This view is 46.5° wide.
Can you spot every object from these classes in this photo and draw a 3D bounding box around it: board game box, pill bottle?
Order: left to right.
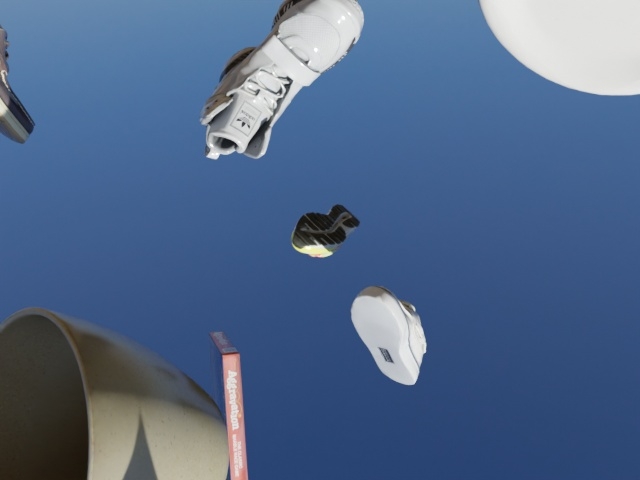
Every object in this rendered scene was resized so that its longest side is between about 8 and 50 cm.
[{"bbox_3d":[-0.130,0.283,1.069,0.027,0.281,0.145,-4,-173,-14],"label":"board game box"},{"bbox_3d":[0.178,-0.200,0.398,0.131,0.131,0.229,14,-121,25],"label":"pill bottle"}]

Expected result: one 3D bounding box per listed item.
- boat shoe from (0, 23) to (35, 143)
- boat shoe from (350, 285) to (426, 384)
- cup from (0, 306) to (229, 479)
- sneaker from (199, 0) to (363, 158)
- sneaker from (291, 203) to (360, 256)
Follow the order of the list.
[{"bbox_3d":[-0.443,-0.250,0.947,0.103,0.285,0.092,18,-123,40],"label":"boat shoe"},{"bbox_3d":[0.117,0.137,1.208,0.095,0.258,0.084,17,-121,25],"label":"boat shoe"},{"bbox_3d":[-0.251,0.254,0.878,0.237,0.331,0.331,13,-168,-45],"label":"cup"},{"bbox_3d":[-0.076,-0.263,1.249,0.366,0.137,0.210,-23,-141,49],"label":"sneaker"},{"bbox_3d":[0.000,0.000,1.376,0.081,0.094,0.208,46,-154,13],"label":"sneaker"}]
